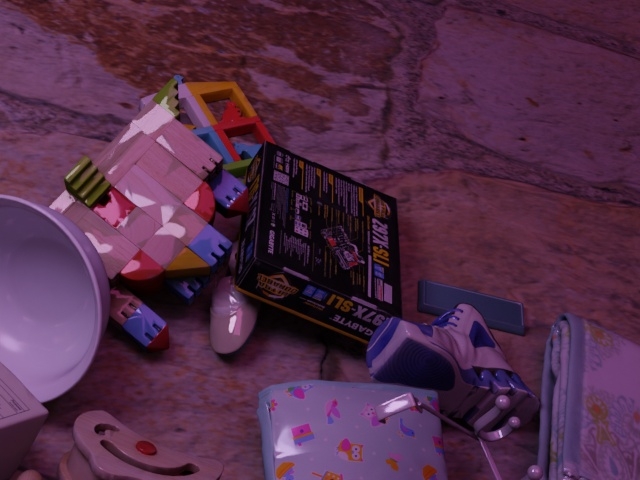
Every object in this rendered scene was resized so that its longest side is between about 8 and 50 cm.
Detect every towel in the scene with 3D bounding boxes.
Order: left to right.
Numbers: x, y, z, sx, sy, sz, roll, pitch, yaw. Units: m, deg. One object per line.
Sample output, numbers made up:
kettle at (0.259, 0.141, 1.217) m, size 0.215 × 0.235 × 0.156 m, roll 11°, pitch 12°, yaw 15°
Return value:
towel at (0.492, 0.312, 1.955) m, size 0.321 × 0.090 × 0.374 m, roll 28°, pitch 43°, yaw -11°

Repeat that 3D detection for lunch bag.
lunch bag at (0.037, 0.316, 1.754) m, size 0.262 × 0.160 × 0.223 m, roll 10°, pitch 49°, yaw -20°

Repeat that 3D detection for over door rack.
over door rack at (0.232, 0.327, 1.679) m, size 0.324 × 0.108 × 0.239 m, roll 21°, pitch 40°, yaw -52°

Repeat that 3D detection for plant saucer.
plant saucer at (0.256, 0.110, 2.111) m, size 0.192 × 0.018 × 0.067 m, roll 14°, pitch 48°, yaw -10°

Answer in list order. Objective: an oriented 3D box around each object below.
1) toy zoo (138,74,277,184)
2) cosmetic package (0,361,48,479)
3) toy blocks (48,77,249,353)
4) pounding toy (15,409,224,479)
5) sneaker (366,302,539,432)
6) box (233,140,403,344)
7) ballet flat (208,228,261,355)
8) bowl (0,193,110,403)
toy zoo at (-0.188, -0.184, 2.184) m, size 0.192 × 0.030 × 0.293 m, roll -15°, pitch 58°, yaw -31°
cosmetic package at (-0.502, 0.241, 1.547) m, size 0.153 × 0.129 × 0.296 m, roll 40°, pitch 22°, yaw 20°
toy blocks at (-0.248, -0.016, 1.882) m, size 0.261 × 0.191 × 0.381 m, roll 39°, pitch 73°, yaw 6°
pounding toy at (-0.278, 0.335, 1.676) m, size 0.270 × 0.154 × 0.154 m, roll 18°, pitch 18°, yaw -18°
sneaker at (0.185, 0.177, 1.935) m, size 0.315 × 0.127 × 0.182 m, roll 26°, pitch 28°, yaw -35°
box at (0.000, 0.000, 1.999) m, size 0.257 × 0.079 × 0.322 m, roll 24°, pitch 34°, yaw -18°
ballet flat at (-0.130, 0.068, 1.949) m, size 0.086 × 0.086 × 0.248 m, roll 20°, pitch 42°, yaw -4°
bowl at (-0.406, 0.068, 1.745) m, size 0.298 × 0.298 × 0.134 m, roll 33°, pitch 22°, yaw 8°
